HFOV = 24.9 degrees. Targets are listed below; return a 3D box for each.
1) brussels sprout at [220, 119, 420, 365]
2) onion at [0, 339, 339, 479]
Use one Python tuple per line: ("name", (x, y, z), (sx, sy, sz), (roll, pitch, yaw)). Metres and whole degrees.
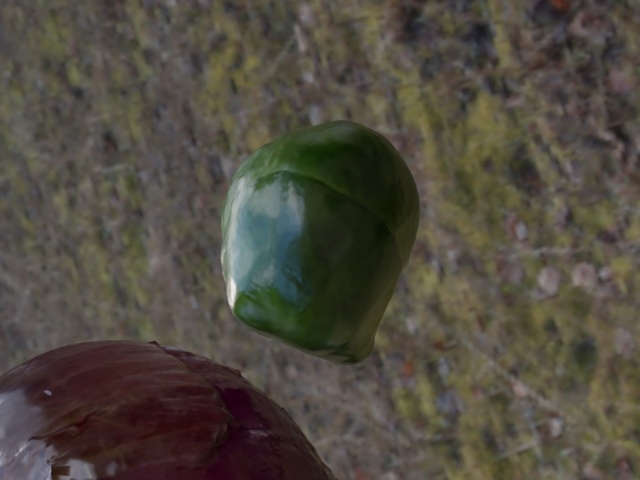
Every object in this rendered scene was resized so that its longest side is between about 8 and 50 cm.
("brussels sprout", (-0.003, -0.003, 0.878), (0.155, 0.117, 0.155), (21, -90, -89))
("onion", (-0.067, 0.225, 0.927), (0.348, 0.385, 0.347), (26, 120, 55))
